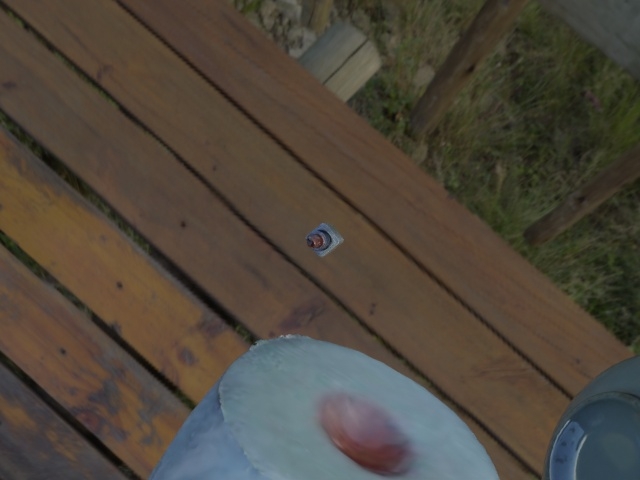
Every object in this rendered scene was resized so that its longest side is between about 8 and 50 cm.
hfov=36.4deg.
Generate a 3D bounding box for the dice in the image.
[{"bbox_3d":[-0.013,0.266,0.869,0.268,0.264,0.263,31,114,8],"label":"dice"}]

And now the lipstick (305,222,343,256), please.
[{"bbox_3d":[0.000,0.000,0.920,0.025,0.107,0.025,-39,86,8],"label":"lipstick"}]

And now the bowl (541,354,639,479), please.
[{"bbox_3d":[0.299,0.219,0.874,0.146,0.289,0.289,22,73,-30],"label":"bowl"}]
